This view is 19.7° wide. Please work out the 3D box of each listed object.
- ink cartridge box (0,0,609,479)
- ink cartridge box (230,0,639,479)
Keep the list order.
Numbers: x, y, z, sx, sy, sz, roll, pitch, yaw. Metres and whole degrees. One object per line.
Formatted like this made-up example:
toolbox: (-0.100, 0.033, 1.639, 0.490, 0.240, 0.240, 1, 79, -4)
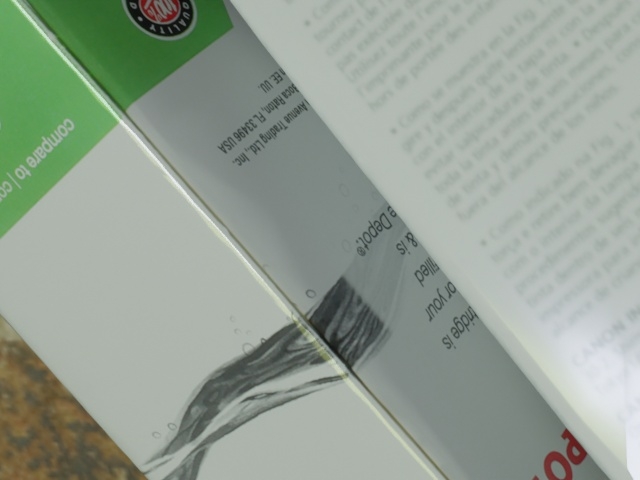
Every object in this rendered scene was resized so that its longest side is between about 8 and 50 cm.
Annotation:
ink cartridge box: (0.000, 0.000, 0.709, 0.289, 0.211, 0.121, 49, 128, -3)
ink cartridge box: (0.112, -0.152, 0.605, 0.308, 0.091, 0.385, -41, 75, 13)
